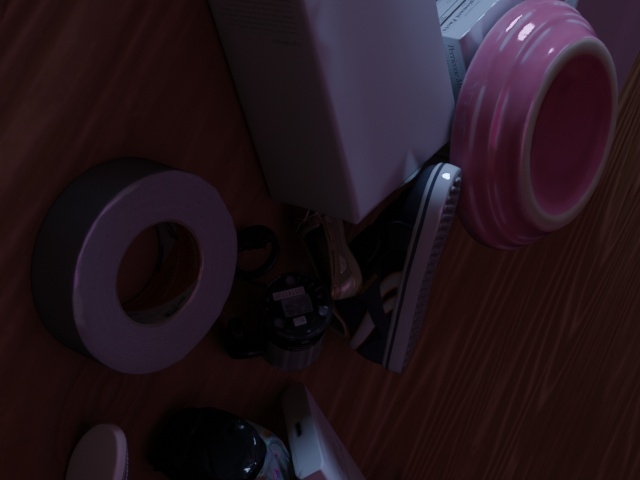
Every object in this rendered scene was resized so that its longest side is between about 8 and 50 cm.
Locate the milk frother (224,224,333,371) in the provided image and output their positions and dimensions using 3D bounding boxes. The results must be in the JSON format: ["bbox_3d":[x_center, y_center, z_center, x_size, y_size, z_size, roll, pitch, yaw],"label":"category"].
[{"bbox_3d":[-0.054,0.070,1.277,0.135,0.129,0.143,104,-12,-66],"label":"milk frother"}]

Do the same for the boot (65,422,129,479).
[{"bbox_3d":[-0.234,0.285,1.170,0.086,0.069,0.190,1,111,-57],"label":"boot"}]

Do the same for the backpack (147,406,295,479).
[{"bbox_3d":[-0.099,0.277,1.262,0.115,0.151,0.182,-54,145,-22],"label":"backpack"}]

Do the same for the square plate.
[{"bbox_3d":[0.420,-0.297,1.647,0.344,0.049,0.347,-33,148,-39],"label":"square plate"}]

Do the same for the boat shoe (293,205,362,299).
[{"bbox_3d":[-0.001,0.001,1.286,0.048,0.056,0.153,-10,72,-42],"label":"boat shoe"}]

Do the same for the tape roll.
[{"bbox_3d":[-0.189,0.026,1.111,0.219,0.072,0.219,-21,120,-43],"label":"tape roll"}]

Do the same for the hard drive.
[{"bbox_3d":[0.047,0.350,1.363,0.040,0.203,0.308,-28,113,4],"label":"hard drive"}]

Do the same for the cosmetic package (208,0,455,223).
[{"bbox_3d":[0.013,-0.238,1.186,0.217,0.156,0.385,-40,132,-33],"label":"cosmetic package"}]

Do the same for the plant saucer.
[{"bbox_3d":[0.291,-0.142,1.373,0.332,0.084,0.332,-23,122,-43],"label":"plant saucer"}]

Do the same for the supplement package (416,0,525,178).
[{"bbox_3d":[0.210,-0.226,1.427,0.204,0.145,0.262,-47,134,-28],"label":"supplement package"}]

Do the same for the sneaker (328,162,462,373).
[{"bbox_3d":[0.082,0.030,1.326,0.126,0.127,0.321,-53,161,-49],"label":"sneaker"}]
